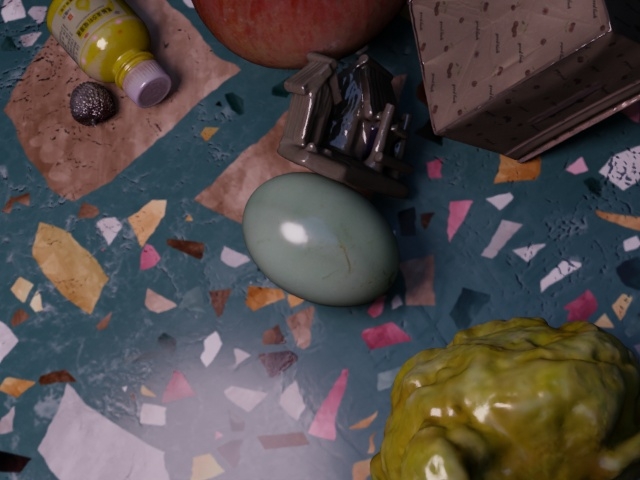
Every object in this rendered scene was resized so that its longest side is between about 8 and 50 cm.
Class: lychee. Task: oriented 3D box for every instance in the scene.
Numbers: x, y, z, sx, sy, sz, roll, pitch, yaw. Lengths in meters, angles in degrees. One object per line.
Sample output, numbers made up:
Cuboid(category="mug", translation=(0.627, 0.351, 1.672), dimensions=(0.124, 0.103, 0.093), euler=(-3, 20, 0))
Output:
Cuboid(category="lychee", translation=(-0.353, -0.209, 1.658), dimensions=(0.067, 0.068, 0.083), euler=(-6, 60, -35))

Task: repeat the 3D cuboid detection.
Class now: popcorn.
Cuboid(category="popcorn", translation=(0.225, 0.219, 1.284), dimensions=(0.334, 0.292, 0.293), euler=(-38, 64, -9))

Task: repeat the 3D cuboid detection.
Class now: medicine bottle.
Cuboid(category="medicine bottle", translation=(-0.316, -0.296, 1.648), dimensions=(0.122, 0.122, 0.212), euler=(-41, 69, -5))

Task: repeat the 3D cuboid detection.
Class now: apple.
Cuboid(category="apple", translation=(-0.019, -0.387, 1.537), dimensions=(0.344, 0.269, 0.345), euler=(-3, 52, 4))

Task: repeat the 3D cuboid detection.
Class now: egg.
Cuboid(category="egg", translation=(0.000, 0.000, 1.462), dimensions=(0.231, 0.168, 0.168), euler=(30, 79, 12))

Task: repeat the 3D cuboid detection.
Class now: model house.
Cuboid(category="model house", translation=(0.040, -0.166, 1.480), dimensions=(0.122, 0.229, 0.188), euler=(8, 87, 39))

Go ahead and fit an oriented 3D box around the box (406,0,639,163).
Cuboid(category="box", translation=(0.294, -0.275, 1.420), dimensions=(0.297, 0.190, 0.225), euler=(-29, 61, 40))
